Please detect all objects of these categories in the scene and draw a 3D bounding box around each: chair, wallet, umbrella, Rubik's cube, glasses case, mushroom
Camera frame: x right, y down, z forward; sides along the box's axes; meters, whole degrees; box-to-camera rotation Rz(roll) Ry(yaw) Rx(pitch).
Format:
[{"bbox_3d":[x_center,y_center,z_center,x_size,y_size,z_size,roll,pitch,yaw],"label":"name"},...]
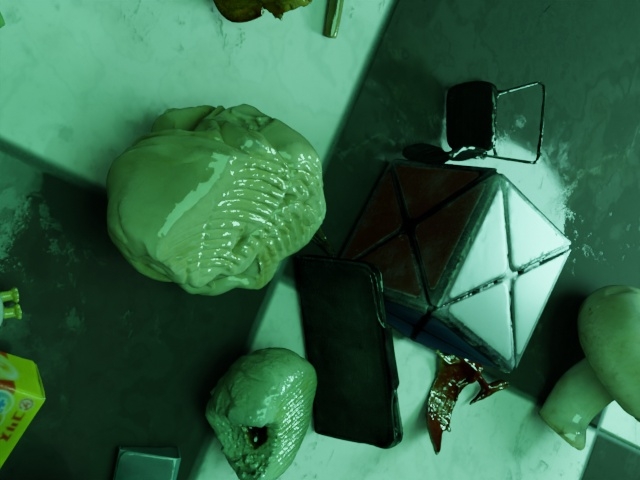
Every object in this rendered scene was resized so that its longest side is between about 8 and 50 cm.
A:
[{"bbox_3d":[0.261,-0.203,1.471,0.221,0.140,0.145,-7,102,-33],"label":"chair"},{"bbox_3d":[0.046,0.176,1.351,0.045,0.172,0.318,-24,111,-48],"label":"wallet"},{"bbox_3d":[0.002,-0.001,1.380,0.083,0.020,0.031,48,30,-33],"label":"umbrella"},{"bbox_3d":[0.217,0.035,1.404,0.260,0.259,0.255,39,76,-39],"label":"Rubik's cube"},{"bbox_3d":[-0.267,0.435,1.225,0.105,0.056,0.266,12,90,-39],"label":"glasses case"},{"bbox_3d":[0.639,0.265,1.732,0.315,0.315,0.356,48,57,-33],"label":"mushroom"}]

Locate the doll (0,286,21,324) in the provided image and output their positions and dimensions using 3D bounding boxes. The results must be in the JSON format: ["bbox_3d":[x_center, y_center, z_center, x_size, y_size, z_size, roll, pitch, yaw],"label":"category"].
[{"bbox_3d":[-0.442,0.087,1.035,0.143,0.057,0.099,-6,94,-31],"label":"doll"}]

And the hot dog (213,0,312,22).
[{"bbox_3d":[-0.098,-0.471,1.145,0.117,0.158,0.349,-31,113,-49],"label":"hot dog"}]

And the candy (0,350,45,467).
[{"bbox_3d":[-0.479,0.176,0.974,0.276,0.088,0.146,29,100,-38],"label":"candy"}]

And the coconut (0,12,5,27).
[{"bbox_3d":[-0.446,-0.266,0.881,0.236,0.236,0.204,11,126,-38],"label":"coconut"}]

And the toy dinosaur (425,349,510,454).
[{"bbox_3d":[0.293,0.251,1.585,0.327,0.113,0.207,-26,113,-29],"label":"toy dinosaur"}]

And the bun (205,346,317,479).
[{"bbox_3d":[-0.097,0.258,1.279,0.204,0.126,0.212,4,102,-64],"label":"bun"}]

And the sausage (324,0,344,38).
[{"bbox_3d":[0.026,-0.384,1.329,0.024,0.024,0.132,6,95,-38],"label":"sausage"}]

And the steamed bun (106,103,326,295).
[{"bbox_3d":[-0.158,-0.061,1.137,0.289,0.203,0.276,-38,144,-24],"label":"steamed bun"}]
